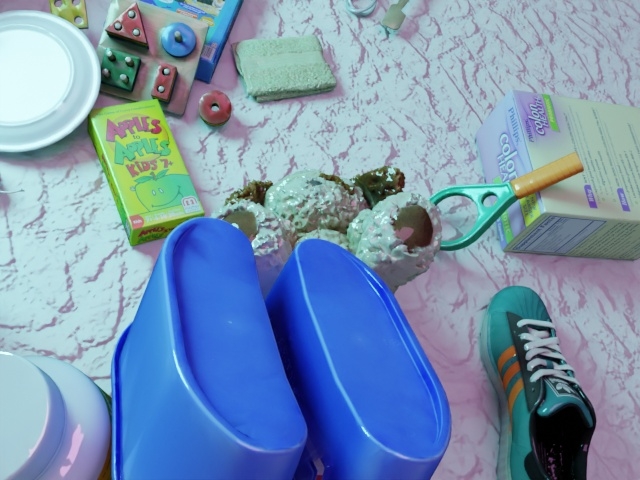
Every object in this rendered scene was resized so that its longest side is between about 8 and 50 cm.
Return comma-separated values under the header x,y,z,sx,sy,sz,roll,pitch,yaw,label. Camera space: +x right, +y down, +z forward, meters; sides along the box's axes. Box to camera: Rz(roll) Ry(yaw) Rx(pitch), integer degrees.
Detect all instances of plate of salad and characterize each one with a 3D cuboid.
x,y,z,sx,sy,sz,roll,pitch,yaw,label
-0.378,-0.200,0.873,0.199,0.048,0.200,1,74,-4,plate of salad

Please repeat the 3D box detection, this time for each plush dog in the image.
x,y,z,sx,sy,sz,roll,pitch,yaw,label
0.000,0.000,0.837,0.262,0.211,0.225,-3,43,-1,plush dog

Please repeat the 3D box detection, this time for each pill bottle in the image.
x,y,z,sx,sy,sz,roll,pitch,yaw,label
-0.234,0.178,0.585,0.136,0.246,0.136,0,63,1,pill bottle

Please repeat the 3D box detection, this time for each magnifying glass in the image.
x,y,z,sx,sy,sz,roll,pitch,yaw,label
0.238,-0.057,0.933,0.230,0.026,0.092,-24,57,17,magnifying glass

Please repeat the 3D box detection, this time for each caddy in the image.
x,y,z,sx,sy,sz,roll,pitch,yaw,label
-0.047,0.134,0.584,0.241,0.179,0.341,11,30,-23,caddy

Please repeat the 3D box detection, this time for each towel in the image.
x,y,z,sx,sy,sz,roll,pitch,yaw,label
-0.054,-0.262,1.039,0.148,0.027,0.110,-11,67,-24,towel

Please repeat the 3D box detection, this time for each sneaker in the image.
x,y,z,sx,sy,sz,roll,pitch,yaw,label
0.275,0.181,0.843,0.108,0.121,0.302,9,59,-14,sneaker

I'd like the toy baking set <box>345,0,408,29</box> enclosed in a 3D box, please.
x,y,z,sx,sy,sz,roll,pitch,yaw,label
0.094,-0.466,1.206,0.196,0.030,0.256,-29,74,-27,toy baking set

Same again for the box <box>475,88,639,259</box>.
x,y,z,sx,sy,sz,roll,pitch,yaw,label
0.383,-0.094,1.038,0.242,0.117,0.214,4,61,-17,box

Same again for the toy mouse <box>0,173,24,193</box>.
x,y,z,sx,sy,sz,roll,pitch,yaw,label
-0.434,-0.073,0.802,0.161,0.031,0.143,-10,66,-23,toy mouse

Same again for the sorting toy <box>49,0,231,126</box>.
x,y,z,sx,sy,sz,roll,pitch,yaw,label
-0.240,-0.254,0.924,0.274,0.046,0.132,16,88,-7,sorting toy

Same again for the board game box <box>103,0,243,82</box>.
x,y,z,sx,sy,sz,roll,pitch,yaw,label
-0.206,-0.347,1.023,0.160,0.047,0.210,19,58,-7,board game box

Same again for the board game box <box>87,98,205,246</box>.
x,y,z,sx,sy,sz,roll,pitch,yaw,label
-0.223,-0.089,0.875,0.092,0.043,0.181,-16,68,-25,board game box
